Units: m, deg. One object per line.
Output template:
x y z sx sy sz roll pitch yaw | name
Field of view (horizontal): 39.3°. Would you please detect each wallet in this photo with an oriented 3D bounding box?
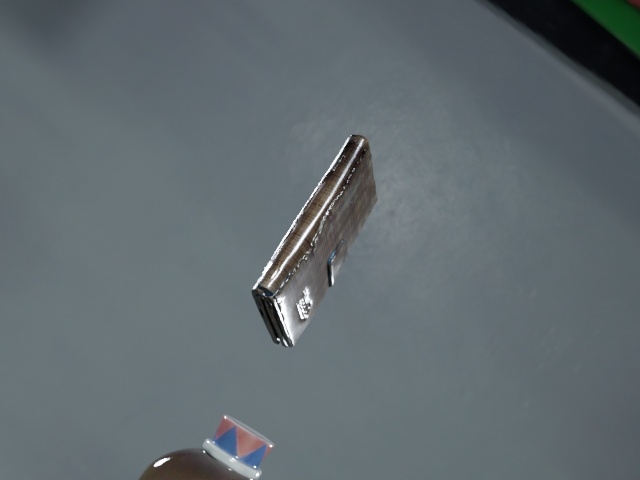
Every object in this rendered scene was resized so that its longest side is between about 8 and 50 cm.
0.000 0.000 1.007 0.042 0.230 0.124 18 -30 20 | wallet

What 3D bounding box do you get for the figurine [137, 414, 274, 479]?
-0.132 0.325 0.960 0.158 0.275 0.161 2 -8 40 | figurine
